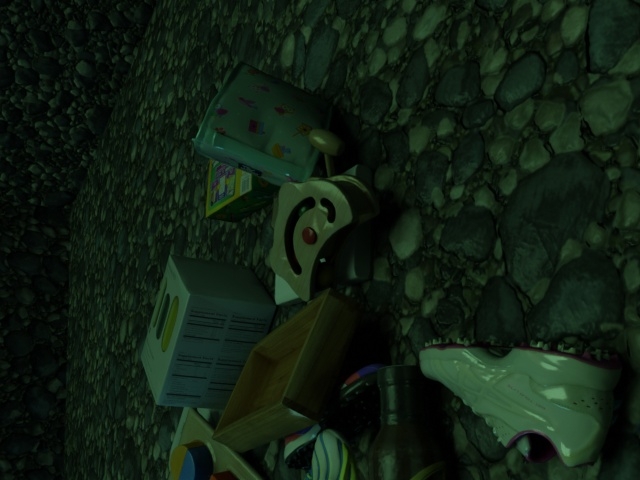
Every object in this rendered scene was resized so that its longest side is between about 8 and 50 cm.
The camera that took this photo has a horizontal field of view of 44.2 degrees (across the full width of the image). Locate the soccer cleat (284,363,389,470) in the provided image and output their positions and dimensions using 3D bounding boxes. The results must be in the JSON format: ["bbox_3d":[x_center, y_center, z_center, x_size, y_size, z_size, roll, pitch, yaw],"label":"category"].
[{"bbox_3d":[0.024,0.265,1.285,0.318,0.109,0.116,126,147,-44],"label":"soccer cleat"}]

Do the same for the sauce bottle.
[{"bbox_3d":[0.118,0.343,1.067,0.111,0.111,0.344,-32,55,55],"label":"sauce bottle"}]

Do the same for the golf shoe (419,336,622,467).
[{"bbox_3d":[0.216,0.185,0.939,0.306,0.115,0.140,-7,78,63],"label":"golf shoe"}]

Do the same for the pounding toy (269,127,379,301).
[{"bbox_3d":[0.030,-0.041,1.318,0.154,0.155,0.269,24,115,33],"label":"pounding toy"}]

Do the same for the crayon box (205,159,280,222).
[{"bbox_3d":[-0.175,-0.154,1.816,0.278,0.081,0.165,-22,62,59],"label":"crayon box"}]

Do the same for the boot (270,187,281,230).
[{"bbox_3d":[-0.068,-0.063,1.543,0.118,0.042,0.087,50,123,56],"label":"boot"}]

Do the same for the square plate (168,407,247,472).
[{"bbox_3d":[-0.276,0.496,1.830,0.344,0.049,0.347,47,122,56],"label":"square plate"}]

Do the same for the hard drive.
[{"bbox_3d":[0.000,0.000,1.479,0.307,0.040,0.203,-24,60,58],"label":"hard drive"}]

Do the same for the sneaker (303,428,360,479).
[{"bbox_3d":[-0.012,0.393,1.147,0.091,0.126,0.240,-36,50,50],"label":"sneaker"}]

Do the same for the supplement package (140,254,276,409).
[{"bbox_3d":[-0.250,0.200,1.715,0.199,0.198,0.262,47,122,57],"label":"supplement package"}]

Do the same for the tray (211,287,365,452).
[{"bbox_3d":[-0.066,0.239,1.362,0.411,0.076,0.202,-41,21,60],"label":"tray"}]

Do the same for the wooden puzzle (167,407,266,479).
[{"bbox_3d":[-0.247,0.568,1.645,0.348,0.080,0.322,35,113,45],"label":"wooden puzzle"}]

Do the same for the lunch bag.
[{"bbox_3d":[-0.102,-0.196,1.458,0.262,0.223,0.160,-76,11,-60],"label":"lunch bag"}]
